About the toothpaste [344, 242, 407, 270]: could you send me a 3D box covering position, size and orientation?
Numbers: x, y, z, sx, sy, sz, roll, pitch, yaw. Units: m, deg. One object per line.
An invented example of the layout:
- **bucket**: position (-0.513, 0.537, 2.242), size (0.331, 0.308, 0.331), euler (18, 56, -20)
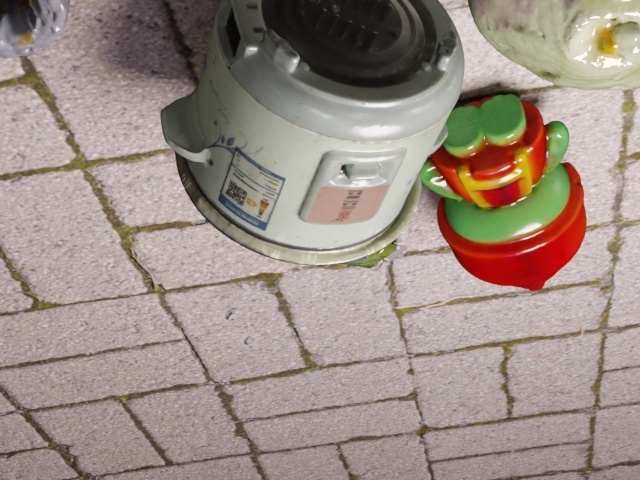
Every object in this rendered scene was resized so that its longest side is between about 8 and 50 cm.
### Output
- **toothpaste**: position (0.000, 0.000, 1.609), size (0.248, 0.046, 0.078), euler (15, 145, -33)

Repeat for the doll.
- **doll**: position (0.241, -0.031, 1.487), size (0.183, 0.160, 0.363), euler (-20, 147, 9)

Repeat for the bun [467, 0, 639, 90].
- **bun**: position (0.293, -0.235, 1.148), size (0.283, 0.179, 0.283), euler (-7, 149, -4)

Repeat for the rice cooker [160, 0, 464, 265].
- **rice cooker**: position (-0.005, -0.127, 1.196), size (0.317, 0.264, 0.316), euler (-15, 149, -9)

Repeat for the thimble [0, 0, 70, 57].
- **thimble**: position (-0.292, -0.253, 1.080), size (0.127, 0.117, 0.151), euler (-2, 149, -6)
